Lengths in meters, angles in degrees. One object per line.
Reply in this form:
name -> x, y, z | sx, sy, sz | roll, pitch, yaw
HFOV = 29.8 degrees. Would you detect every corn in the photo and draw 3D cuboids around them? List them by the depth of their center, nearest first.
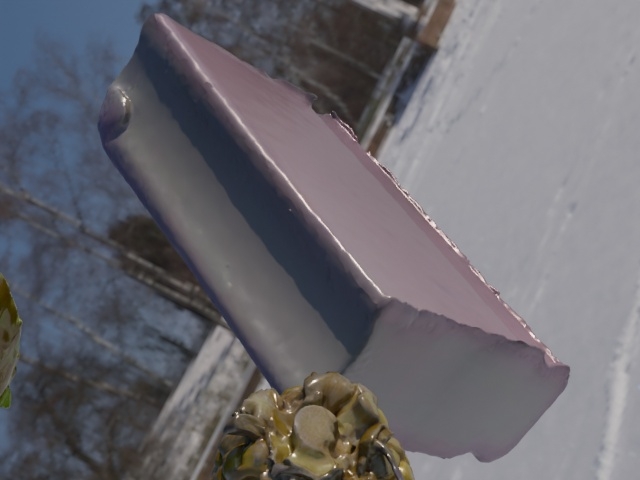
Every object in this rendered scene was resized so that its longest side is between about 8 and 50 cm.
corn -> -0.014, 0.196, 0.640 | 0.106, 0.106, 0.305 | -61, -16, -48

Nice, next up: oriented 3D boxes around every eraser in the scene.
eraser -> 0.000, 0.000, 0.946 | 0.272, 0.359, 0.122 | 21, -67, -50

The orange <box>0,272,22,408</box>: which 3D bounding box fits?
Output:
orange -> -0.268, 0.094, 0.615 | 0.179, 0.158, 0.237 | 55, -140, -51
